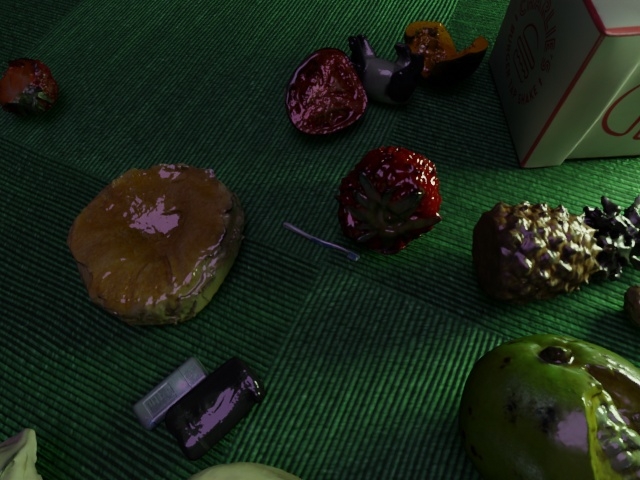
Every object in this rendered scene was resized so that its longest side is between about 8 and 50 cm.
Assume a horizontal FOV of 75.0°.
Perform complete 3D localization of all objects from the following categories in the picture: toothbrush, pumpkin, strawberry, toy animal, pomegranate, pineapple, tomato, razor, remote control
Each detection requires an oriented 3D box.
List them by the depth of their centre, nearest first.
[{"bbox_3d":[0.306,0.267,0.521,0.236,0.236,0.301,-20,96,-5],"label":"pomegranate"},{"bbox_3d":[-0.159,0.251,0.638,0.148,0.054,0.090,-40,66,-16],"label":"razor"},{"bbox_3d":[0.421,0.011,0.663,0.341,0.169,0.169,-3,62,-4],"label":"pineapple"},{"bbox_3d":[-0.239,0.244,0.671,0.124,0.018,0.053,-41,65,-15],"label":"remote control"},{"bbox_3d":[0.124,-0.082,0.728,0.184,0.186,0.201,-1,31,30],"label":"strawberry"},{"bbox_3d":[0.000,0.000,0.778,0.162,0.014,0.017,26,49,18],"label":"toothbrush"},{"bbox_3d":[0.000,-0.302,0.884,0.174,0.082,0.166,-30,97,-8],"label":"tomato"},{"bbox_3d":[0.113,-0.371,0.904,0.225,0.121,0.094,23,36,15],"label":"toy animal"},{"bbox_3d":[0.262,-0.397,0.906,0.119,0.107,0.183,-33,57,-19],"label":"pumpkin"},{"bbox_3d":[-0.683,-0.354,0.982,0.192,0.085,0.140,3,77,30],"label":"strawberry"}]

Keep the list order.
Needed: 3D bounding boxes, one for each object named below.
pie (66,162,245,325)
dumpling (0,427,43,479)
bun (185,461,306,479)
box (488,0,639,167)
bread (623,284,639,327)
[{"bbox_3d":[-0.302,-0.009,0.771,0.340,0.083,0.339,-3,64,6],"label":"pie"},{"bbox_3d":[-0.454,0.412,0.508,0.243,0.187,0.318,-10,65,-4],"label":"dumpling"},{"bbox_3d":[-0.076,0.435,0.451,0.361,0.213,0.361,-1,34,0],"label":"bun"},{"bbox_3d":[0.521,-0.352,0.746,0.300,0.312,0.314,-3,64,2],"label":"box"},{"bbox_3d":[0.534,0.112,0.645,0.113,0.060,0.082,2,63,8],"label":"bread"}]
